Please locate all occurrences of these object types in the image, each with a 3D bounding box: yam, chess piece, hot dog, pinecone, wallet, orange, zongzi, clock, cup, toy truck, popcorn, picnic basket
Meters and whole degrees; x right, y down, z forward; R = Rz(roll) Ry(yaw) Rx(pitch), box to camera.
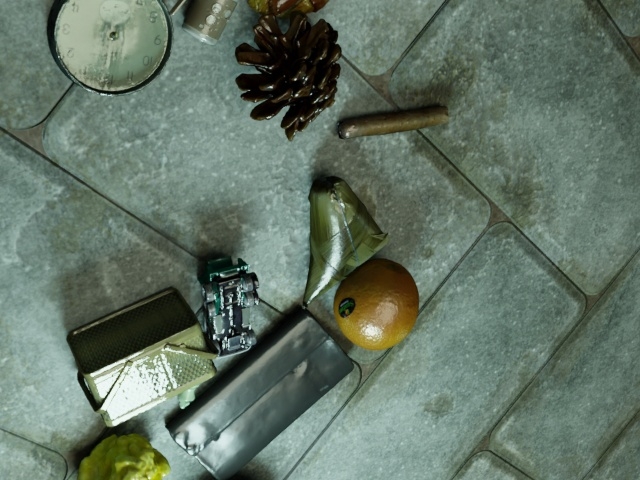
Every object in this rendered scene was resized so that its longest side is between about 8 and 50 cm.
[{"bbox_3d":[0.155,-0.248,1.845,0.264,0.046,0.046,-12,118,-26],"label":"yam"},{"bbox_3d":[-0.274,0.297,1.867,0.059,0.059,0.149,5,115,-31],"label":"chess piece"},{"bbox_3d":[-0.008,-0.489,1.607,0.261,0.093,0.123,-44,126,-4],"label":"hot dog"},{"bbox_3d":[-0.060,-0.309,1.597,0.201,0.202,0.229,10,119,-48],"label":"pinecone"},{"bbox_3d":[-0.128,0.350,1.967,0.406,0.062,0.228,-42,126,-5],"label":"wallet"},{"bbox_3d":[0.124,0.139,1.926,0.206,0.206,0.206,-12,119,-24],"label":"orange"},{"bbox_3d":[0.000,0.000,1.839,0.242,0.112,0.221,-41,128,-5],"label":"zongzi"},{"bbox_3d":[-0.357,-0.353,1.509,0.215,0.042,0.215,-13,119,-24],"label":"clock"},{"bbox_3d":[-0.201,-0.403,1.541,0.099,0.074,0.102,-62,161,11],"label":"cup"},{"bbox_3d":[-0.195,0.127,1.793,0.110,0.116,0.216,-14,127,-22],"label":"toy truck"},{"bbox_3d":[-0.408,0.499,1.815,0.197,0.197,0.155,-45,129,-3],"label":"popcorn"},{"bbox_3d":[-0.347,0.225,1.720,0.266,0.165,0.139,-24,124,-17],"label":"picnic basket"}]
